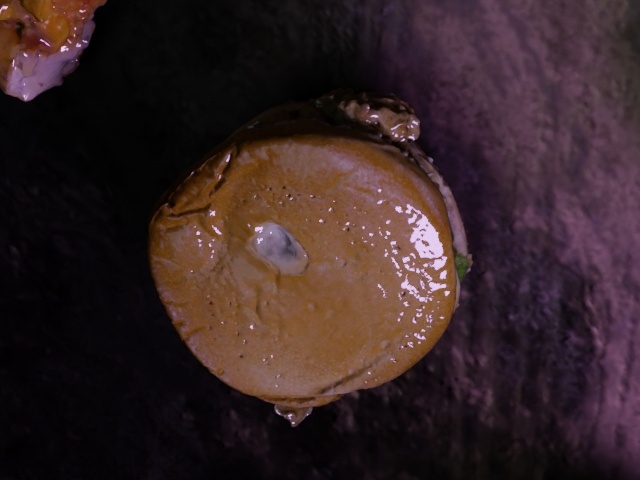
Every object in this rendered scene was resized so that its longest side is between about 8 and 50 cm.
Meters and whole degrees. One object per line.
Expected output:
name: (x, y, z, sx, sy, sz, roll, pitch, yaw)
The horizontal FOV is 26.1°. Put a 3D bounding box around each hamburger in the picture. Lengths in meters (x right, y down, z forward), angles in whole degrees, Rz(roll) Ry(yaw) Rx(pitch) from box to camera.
hamburger: (0.000, 0.000, 0.874, 0.189, 0.122, 0.215, 42, 118, -9)

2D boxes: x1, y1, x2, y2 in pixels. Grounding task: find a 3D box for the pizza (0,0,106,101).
pizza: (-0.171, -0.276, 0.823, 0.277, 0.114, 0.409, 15, 121, 21)
